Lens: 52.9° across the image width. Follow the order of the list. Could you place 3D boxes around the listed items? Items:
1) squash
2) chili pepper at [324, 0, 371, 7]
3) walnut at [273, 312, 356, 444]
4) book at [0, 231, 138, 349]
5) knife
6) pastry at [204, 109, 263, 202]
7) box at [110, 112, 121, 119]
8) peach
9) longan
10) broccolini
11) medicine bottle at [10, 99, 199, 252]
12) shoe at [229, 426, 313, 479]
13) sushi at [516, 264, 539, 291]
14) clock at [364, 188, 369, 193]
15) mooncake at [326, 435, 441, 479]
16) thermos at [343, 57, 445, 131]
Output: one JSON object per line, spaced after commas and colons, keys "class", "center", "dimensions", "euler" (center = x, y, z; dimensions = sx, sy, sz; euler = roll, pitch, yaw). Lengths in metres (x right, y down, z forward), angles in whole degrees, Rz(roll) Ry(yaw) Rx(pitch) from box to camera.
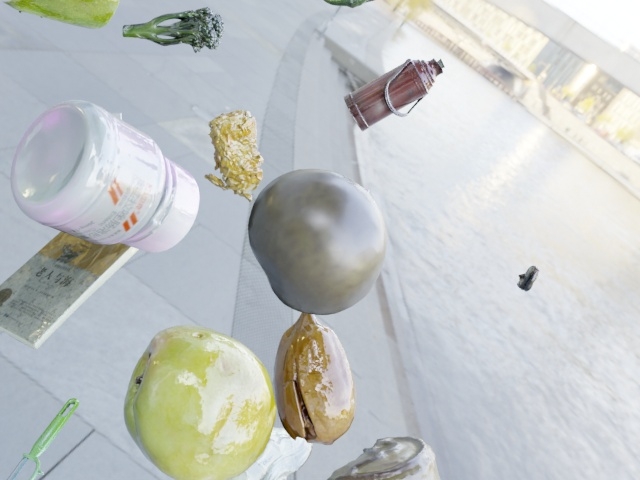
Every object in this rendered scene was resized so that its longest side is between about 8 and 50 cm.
{"class": "squash", "center": [-0.503, -0.523, 1.259], "dimensions": [0.093, 0.169, 0.252], "euler": [-5, 6, 22]}
{"class": "chili pepper", "center": [0.174, -0.715, 1.786], "dimensions": [0.359, 0.084, 0.076], "euler": [-18, 31, -11]}
{"class": "walnut", "center": [-0.019, 0.336, 1.595], "dimensions": [0.209, 0.209, 0.335], "euler": [7, 75, -53]}
{"class": "book", "center": [-0.590, 0.066, 1.496], "dimensions": [0.269, 0.389, 0.032], "euler": [14, -38, 34]}
{"class": "knife", "center": [-0.501, 0.373, 1.186], "dimensions": [0.055, 0.015, 0.212], "euler": [14, 36, 7]}
{"class": "pastry", "center": [-0.237, -0.227, 1.764], "dimensions": [0.154, 0.249, 0.102], "euler": [-22, 36, -28]}
{"class": "box", "center": [-0.504, -0.231, 1.489], "dimensions": [0.090, 0.024, 0.166], "euler": [-1, 56, -20]}
{"class": "peach", "center": [-0.250, 0.338, 1.334], "dimensions": [0.316, 0.282, 0.313], "euler": [24, 66, -37]}
{"class": "longan", "center": [0.000, 0.000, 0.918], "dimensions": [0.198, 0.198, 0.212], "euler": [-5, 79, -61]}
{"class": "broccolini", "center": [-0.288, -0.419, 1.278], "dimensions": [0.203, 0.091, 0.068], "euler": [4, 8, 10]}
{"class": "medicine bottle", "center": [-0.408, -0.109, 1.260], "dimensions": [0.241, 0.241, 0.302], "euler": [50, 10, 32]}
{"class": "shoe", "center": [-0.150, 0.542, 1.712], "dimensions": [0.210, 0.132, 0.342], "euler": [59, 30, -4]}
{"class": "sushi", "center": [0.601, 0.109, 1.858], "dimensions": [0.044, 0.083, 0.046], "euler": [28, 15, 0]}
{"class": "clock", "center": [0.030, -0.076, 1.712], "dimensions": [0.150, 0.063, 0.197], "euler": [5, 30, 29]}
{"class": "mooncake", "center": [0.207, 0.815, 2.142], "dimensions": [0.394, 0.394, 0.246], "euler": [97, -25, -86]}
{"class": "thermos", "center": [0.174, -0.347, 1.463], "dimensions": [0.099, 0.232, 0.124], "euler": [53, 15, -34]}
